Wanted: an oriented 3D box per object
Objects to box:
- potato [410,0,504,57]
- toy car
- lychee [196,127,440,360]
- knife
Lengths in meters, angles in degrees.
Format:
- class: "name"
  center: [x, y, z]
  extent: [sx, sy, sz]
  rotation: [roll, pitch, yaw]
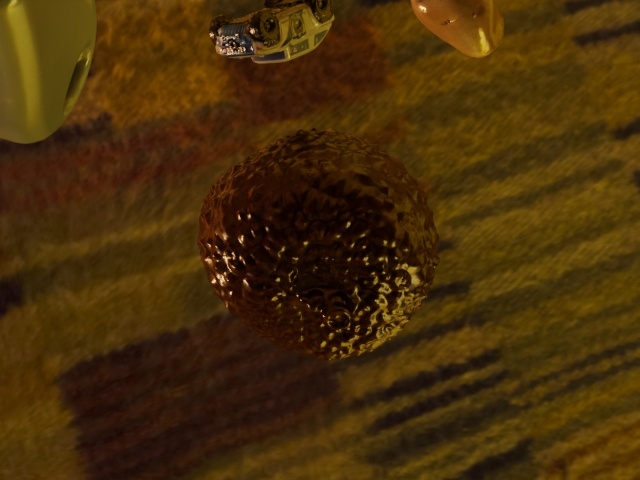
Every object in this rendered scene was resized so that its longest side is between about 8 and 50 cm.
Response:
- class: "potato"
  center: [0.112, -0.187, 0.885]
  extent: [0.068, 0.062, 0.083]
  rotation: [-34, 113, -1]
- class: "toy car"
  center: [-0.048, -0.249, 1.297]
  extent: [0.170, 0.080, 0.070]
  rotation: [-34, 118, -45]
- class: "lychee"
  center: [0.000, 0.000, 1.196]
  extent: [0.260, 0.260, 0.261]
  rotation: [4, 77, -17]
- class: "knife"
  center: [-0.098, -0.117, 0.308]
  extent: [0.044, 0.331, 0.080]
  rotation: [20, 71, 0]
